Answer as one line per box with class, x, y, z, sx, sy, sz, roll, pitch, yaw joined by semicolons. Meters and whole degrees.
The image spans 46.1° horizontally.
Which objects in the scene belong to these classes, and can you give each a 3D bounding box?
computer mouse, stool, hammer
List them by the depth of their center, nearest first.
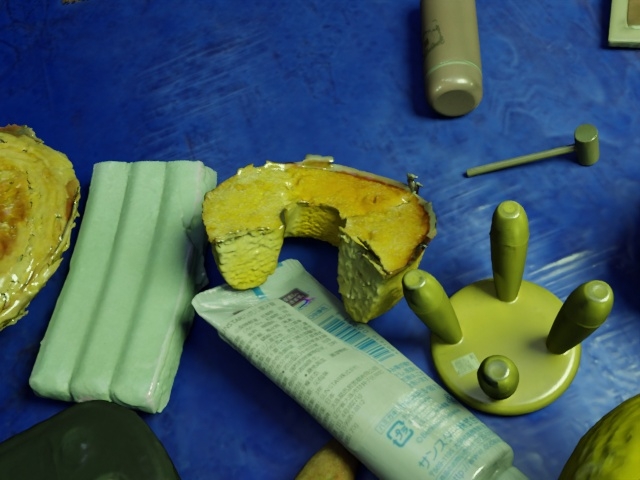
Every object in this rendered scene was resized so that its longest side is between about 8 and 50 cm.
computer mouse;-0.200;0.227;0.510;0.269;0.100;0.170;-26;53;3
stool;0.128;0.054;0.527;0.134;0.110;0.134;4;63;15
hammer;0.179;-0.069;0.637;0.110;0.035;0.019;-14;57;15

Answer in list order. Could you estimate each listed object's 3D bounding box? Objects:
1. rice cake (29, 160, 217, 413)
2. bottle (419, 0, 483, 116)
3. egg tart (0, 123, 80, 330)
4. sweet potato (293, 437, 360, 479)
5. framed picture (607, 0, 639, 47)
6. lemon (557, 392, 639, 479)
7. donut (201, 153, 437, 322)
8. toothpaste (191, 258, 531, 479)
rice cake;-0.162;0.030;0.648;0.127;0.043;0.236;0;60;15
bottle;0.121;-0.181;0.699;0.053;0.053;0.140;-5;60;11
egg tart;-0.332;0.016;0.651;0.297;0.132;0.297;-7;46;8
sweet potato;0.001;0.243;0.478;0.067;0.059;0.281;-3;61;1
framed picture;0.419;-0.260;0.677;0.290;0.020;0.211;7;72;16
lemon;0.244;0.178;0.345;0.284;0.260;0.260;27;69;8
donut;0.001;-0.007;0.596;0.181;0.078;0.146;9;36;13
toothpaste;0.038;0.113;0.536;0.114;0.073;0.299;-22;49;-40
